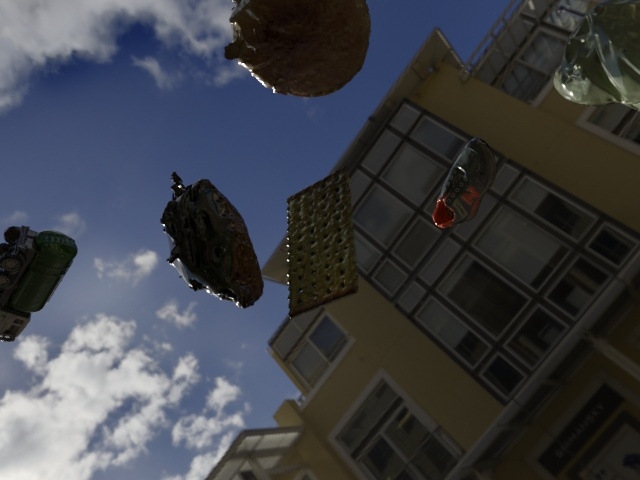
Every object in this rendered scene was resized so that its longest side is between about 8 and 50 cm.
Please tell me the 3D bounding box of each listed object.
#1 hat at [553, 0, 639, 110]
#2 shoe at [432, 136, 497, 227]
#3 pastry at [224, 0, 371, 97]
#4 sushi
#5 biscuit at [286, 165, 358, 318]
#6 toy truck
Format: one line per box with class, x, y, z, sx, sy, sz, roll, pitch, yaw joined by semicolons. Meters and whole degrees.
hat;0.302;-0.167;0.510;0.081;0.166;0.122;9;-58;-44
shoe;0.255;-0.095;0.987;0.077;0.074;0.194;-27;-34;-24
pastry;-0.039;-0.463;1.202;0.330;0.136;0.329;1;-42;1
sushi;-0.196;0.018;0.937;0.149;0.287;0.140;-27;-29;12
biscuit;0.000;0.000;0.870;0.139;0.231;0.016;-25;-39;30
toy truck;-0.572;0.077;1.049;0.125;0.101;0.242;26;-67;-37
